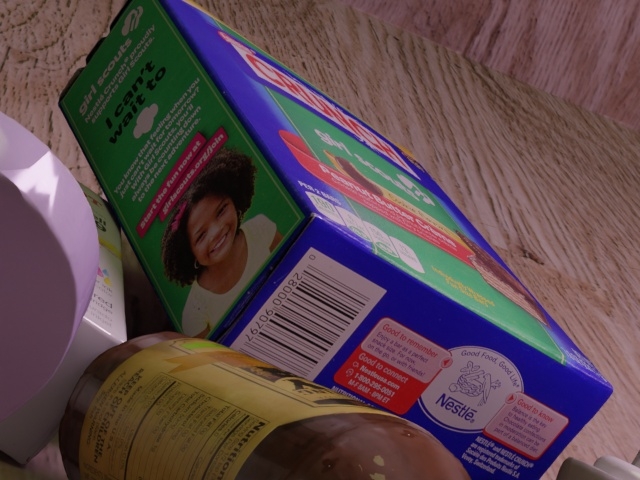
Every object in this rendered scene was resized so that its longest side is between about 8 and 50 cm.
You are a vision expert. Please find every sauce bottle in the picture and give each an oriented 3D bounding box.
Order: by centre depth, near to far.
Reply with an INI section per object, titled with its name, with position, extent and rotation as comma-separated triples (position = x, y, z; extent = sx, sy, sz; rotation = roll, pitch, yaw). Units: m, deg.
[sauce bottle]
position = -0.002, 0.121, 0.776
extent = 0.111, 0.111, 0.344
rotation = 14, 1, -33

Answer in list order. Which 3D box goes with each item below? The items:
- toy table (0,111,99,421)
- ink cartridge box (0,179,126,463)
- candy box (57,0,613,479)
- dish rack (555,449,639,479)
[toy table]
position = -0.222, 0.054, 0.586
extent = 0.252, 0.274, 0.161
rotation = 51, 36, -25
[ink cartridge box]
position = -0.195, 0.008, 0.990
extent = 0.154, 0.093, 0.212
rotation = 36, 11, -17
[candy box]
position = 0.000, 0.000, 1.125
extent = 0.268, 0.122, 0.317
rotation = 30, 14, -37
[dish rack]
position = 0.240, 0.193, 0.951
extent = 0.285, 0.072, 0.333
rotation = 28, -6, 12
